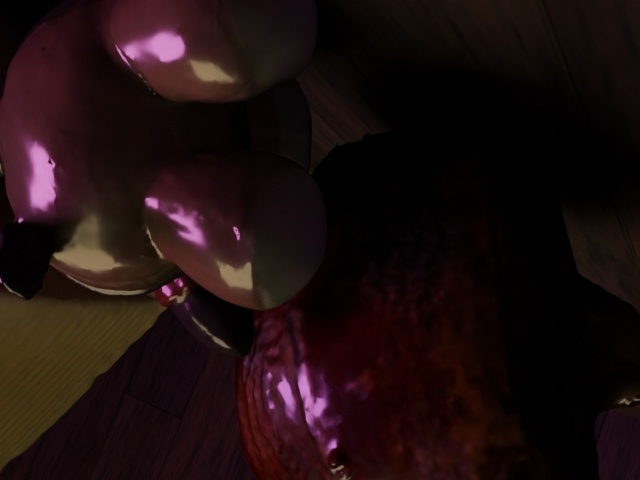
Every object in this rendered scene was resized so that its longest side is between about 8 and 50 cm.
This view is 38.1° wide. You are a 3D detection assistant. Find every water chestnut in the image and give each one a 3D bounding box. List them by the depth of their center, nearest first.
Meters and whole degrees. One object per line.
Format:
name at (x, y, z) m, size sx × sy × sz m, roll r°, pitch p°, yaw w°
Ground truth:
water chestnut at (0.109, 0.078, 0.651) m, size 0.302 × 0.350 × 0.350 m, roll -11°, pitch 160°, yaw 19°

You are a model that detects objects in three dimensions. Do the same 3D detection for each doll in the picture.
doll at (-0.087, -0.051, 0.512) m, size 0.174 × 0.235 × 0.330 m, roll -9°, pitch -174°, yaw -3°

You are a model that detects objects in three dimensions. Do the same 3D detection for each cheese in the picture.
cheese at (-0.272, 0.071, 0.623) m, size 0.242 × 0.265 × 0.124 m, roll 5°, pitch -133°, yaw -57°

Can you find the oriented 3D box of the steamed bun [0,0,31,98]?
steamed bun at (-0.375, -0.100, 0.734) m, size 0.334 × 0.334 × 0.374 m, roll 17°, pitch 162°, yaw 32°
